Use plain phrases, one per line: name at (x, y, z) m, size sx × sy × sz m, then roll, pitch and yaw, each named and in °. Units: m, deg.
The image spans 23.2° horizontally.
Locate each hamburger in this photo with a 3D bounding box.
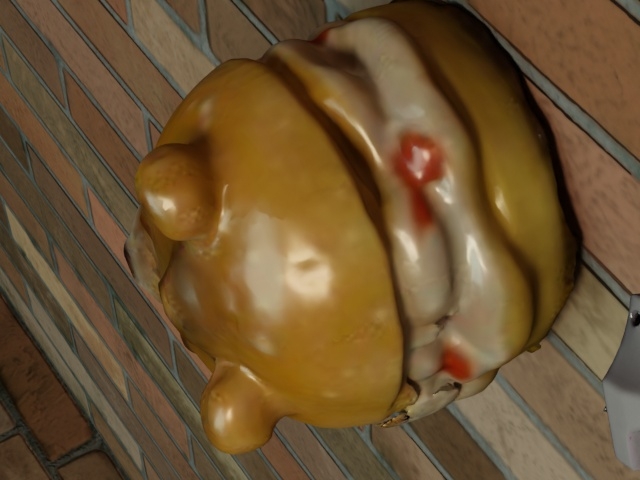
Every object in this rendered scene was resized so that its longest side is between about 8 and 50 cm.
hamburger at (0.000, 0.000, 0.975) m, size 0.276 × 0.236 × 0.276 m, roll 49°, pitch 154°, yaw 35°

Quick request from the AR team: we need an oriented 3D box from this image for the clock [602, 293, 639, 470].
clock at (0.241, 0.151, 0.791) m, size 0.186 × 0.083 × 0.253 m, roll 34°, pitch 145°, yaw 54°
